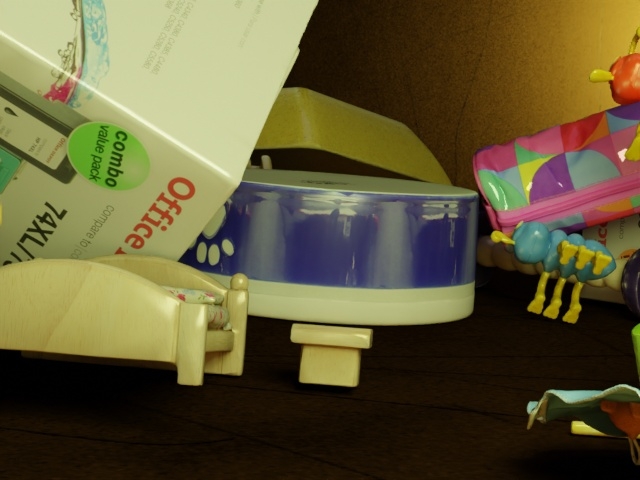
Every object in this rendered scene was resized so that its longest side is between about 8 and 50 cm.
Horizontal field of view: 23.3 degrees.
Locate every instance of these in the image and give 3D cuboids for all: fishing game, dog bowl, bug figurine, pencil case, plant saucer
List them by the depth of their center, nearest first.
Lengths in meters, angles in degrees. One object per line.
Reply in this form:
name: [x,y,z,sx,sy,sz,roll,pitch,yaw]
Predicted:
fishing game: [0.186,0.090,0.708,0.189,0.041,0.264,4,-11,-1]
bug figurine: [0.271,-0.034,1.210,0.216,0.279,0.072,19,46,-6]
dog bowl: [0.000,0.000,1.303,0.264,0.104,0.265,4,5,0]
pencil case: [0.248,-0.063,1.303,0.236,0.104,0.104,-17,-1,17]
plant saucer: [-0.056,-0.116,1.846,0.332,0.081,0.333,1,-6,33]

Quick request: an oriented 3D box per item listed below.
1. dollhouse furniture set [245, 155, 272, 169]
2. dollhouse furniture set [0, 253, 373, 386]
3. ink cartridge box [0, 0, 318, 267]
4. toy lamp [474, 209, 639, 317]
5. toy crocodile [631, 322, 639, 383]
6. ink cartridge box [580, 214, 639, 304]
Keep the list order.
dollhouse furniture set: [-0.106,-0.097,1.535,0.161,0.212,0.242,2,-37,-15]
dollhouse furniture set: [-0.147,-0.020,0.798,0.355,0.174,0.303,4,-3,3]
ink cartridge box: [-0.179,-0.113,0.993,0.270,0.198,0.197,31,44,-11]
toy lamp: [0.198,0.020,1.422,0.080,0.080,0.274,-1,10,-43]
toy crocodile: [0.333,0.064,0.820,0.340,0.115,0.105,5,6,35]
ink cartridge box: [0.380,-0.016,1.418,0.232,0.171,0.168,8,5,44]
